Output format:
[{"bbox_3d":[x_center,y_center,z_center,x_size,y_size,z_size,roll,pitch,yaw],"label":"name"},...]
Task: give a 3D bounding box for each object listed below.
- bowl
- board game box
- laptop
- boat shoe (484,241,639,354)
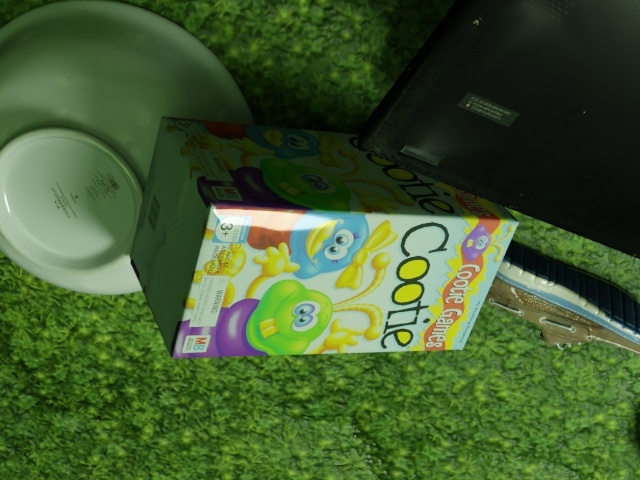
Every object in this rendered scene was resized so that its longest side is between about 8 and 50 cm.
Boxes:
[{"bbox_3d":[-0.212,-0.059,0.892,0.297,0.134,0.298,3,118,6],"label":"bowl"},{"bbox_3d":[0.000,0.000,0.825,0.275,0.142,0.144,1,123,-28],"label":"board game box"},{"bbox_3d":[0.285,-0.207,0.680,0.382,0.236,0.408,19,135,-20],"label":"laptop"},{"bbox_3d":[0.239,0.067,0.946,0.183,0.066,0.066,28,123,3],"label":"boat shoe"}]
